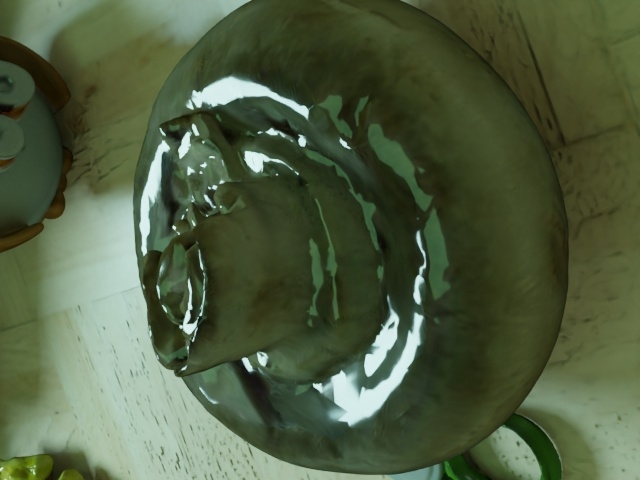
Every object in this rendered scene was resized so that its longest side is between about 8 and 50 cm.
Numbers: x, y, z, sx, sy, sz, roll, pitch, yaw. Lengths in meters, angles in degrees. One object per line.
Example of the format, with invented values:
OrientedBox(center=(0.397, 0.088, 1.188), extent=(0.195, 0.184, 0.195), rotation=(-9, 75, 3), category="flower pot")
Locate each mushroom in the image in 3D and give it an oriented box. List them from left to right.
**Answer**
OrientedBox(center=(0.000, 0.000, 0.532), extent=(0.226, 0.178, 0.226), rotation=(6, 100, 39), category="mushroom")

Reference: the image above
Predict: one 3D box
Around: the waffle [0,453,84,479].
OrientedBox(center=(-0.215, 0.313, 0.923), extent=(0.312, 0.060, 0.307), rotation=(-19, 92, 42), category="waffle")

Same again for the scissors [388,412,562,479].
OrientedBox(center=(0.033, 0.106, 0.645), extent=(0.204, 0.027, 0.101), rotation=(26, 119, 30), category="scissors")

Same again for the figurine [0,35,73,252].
OrientedBox(center=(-0.232, -0.047, 0.769), extent=(0.143, 0.143, 0.271), rotation=(60, 162, 7), category="figurine")
